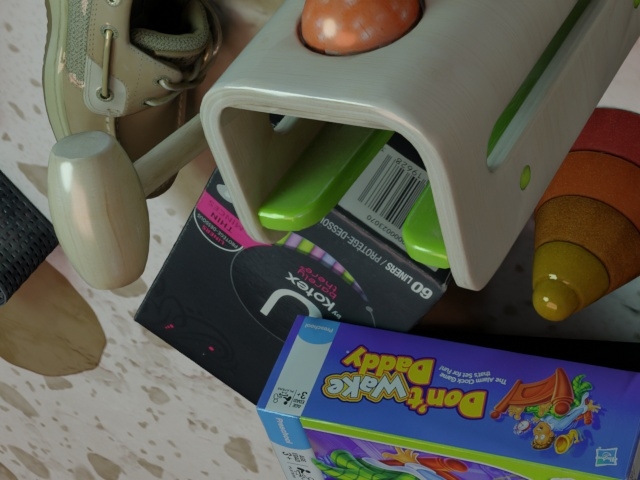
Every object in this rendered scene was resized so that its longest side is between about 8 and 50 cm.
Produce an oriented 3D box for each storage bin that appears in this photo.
[{"bbox_3d":[-0.345,-0.023,1.338,0.180,0.084,0.122,49,144,-16],"label":"storage bin"}]

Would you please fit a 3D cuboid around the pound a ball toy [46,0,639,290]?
[{"bbox_3d":[0.022,-0.110,0.715,0.208,0.319,0.135,12,138,31],"label":"pound a ball toy"}]

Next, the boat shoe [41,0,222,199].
[{"bbox_3d":[-0.124,-0.137,1.000,0.098,0.109,0.302,21,137,23],"label":"boat shoe"}]

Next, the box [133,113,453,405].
[{"bbox_3d":[0.000,0.000,1.015,0.165,0.143,0.270,35,146,1],"label":"box"}]

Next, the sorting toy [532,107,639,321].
[{"bbox_3d":[0.239,-0.023,0.801,0.127,0.126,0.365,49,144,-17],"label":"sorting toy"}]

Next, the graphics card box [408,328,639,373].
[{"bbox_3d":[0.158,0.179,1.131,0.371,0.094,0.232,1,132,41],"label":"graphics card box"}]

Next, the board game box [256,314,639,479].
[{"bbox_3d":[0.114,0.201,1.002,0.233,0.078,0.347,8,143,23],"label":"board game box"}]
